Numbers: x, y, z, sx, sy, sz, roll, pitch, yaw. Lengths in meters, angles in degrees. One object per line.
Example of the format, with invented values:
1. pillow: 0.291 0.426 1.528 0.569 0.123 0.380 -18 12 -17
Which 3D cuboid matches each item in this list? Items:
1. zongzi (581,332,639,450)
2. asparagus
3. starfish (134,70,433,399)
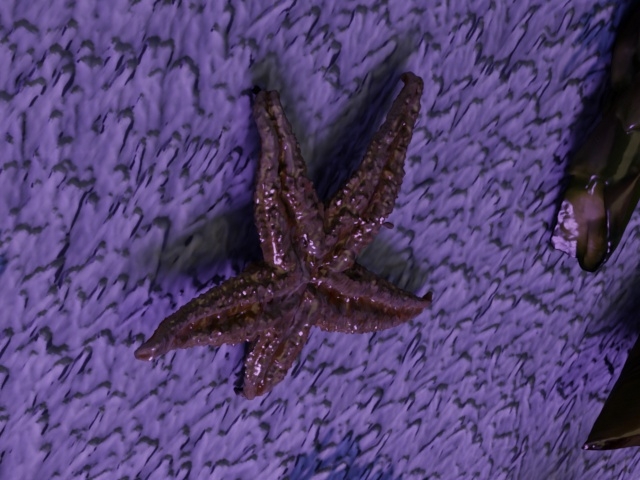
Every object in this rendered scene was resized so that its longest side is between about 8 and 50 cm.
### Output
1. zongzi: 0.331 0.043 1.448 0.300 0.138 0.286 -7 114 -44
2. asparagus: 0.246 -0.114 1.306 0.080 0.080 0.287 23 93 -52
3. starfish: 0.004 0.001 1.122 0.295 0.048 0.231 1 110 -50
